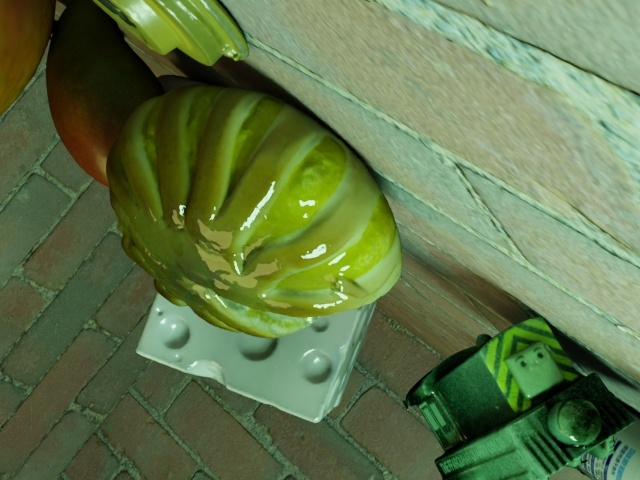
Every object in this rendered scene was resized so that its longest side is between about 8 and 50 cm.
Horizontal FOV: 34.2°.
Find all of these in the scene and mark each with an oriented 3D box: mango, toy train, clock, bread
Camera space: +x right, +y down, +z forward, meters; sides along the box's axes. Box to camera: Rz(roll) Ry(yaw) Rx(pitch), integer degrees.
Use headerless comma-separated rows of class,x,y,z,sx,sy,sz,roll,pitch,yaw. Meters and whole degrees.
mango,-0.260,-0.173,1.244,0.289,0.129,0.146,-122,29,-42
toy train,0.200,0.194,1.144,0.178,0.139,0.330,60,162,13
clock,-0.162,-0.213,0.859,0.237,0.057,0.237,39,178,2
bread,-0.087,-0.016,1.050,0.333,0.160,0.333,25,148,17

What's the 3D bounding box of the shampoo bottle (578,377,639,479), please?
shampoo bottle,0.351,0.244,1.185,0.092,0.092,0.303,41,175,-39

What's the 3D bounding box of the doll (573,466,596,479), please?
doll,0.376,0.344,1.704,0.340,0.158,0.246,34,-173,31

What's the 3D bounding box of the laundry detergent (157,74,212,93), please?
laundry detergent,-0.133,-0.138,1.286,0.159,0.088,0.335,41,176,-22

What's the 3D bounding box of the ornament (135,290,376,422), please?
ornament,-0.057,0.069,1.326,0.239,0.239,0.240,21,179,8

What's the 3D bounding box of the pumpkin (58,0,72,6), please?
pumpkin,-0.344,-0.334,1.438,0.050,0.028,0.083,35,-176,35

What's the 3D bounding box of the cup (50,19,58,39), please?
cup,-0.473,-0.337,1.564,0.239,0.166,0.177,52,178,-12

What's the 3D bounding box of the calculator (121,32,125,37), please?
calculator,-0.332,-0.325,1.532,0.141,0.019,0.094,37,174,36

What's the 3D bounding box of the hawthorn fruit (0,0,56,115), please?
hawthorn fruit,-0.549,-0.265,1.183,0.472,0.471,0.472,39,177,3
